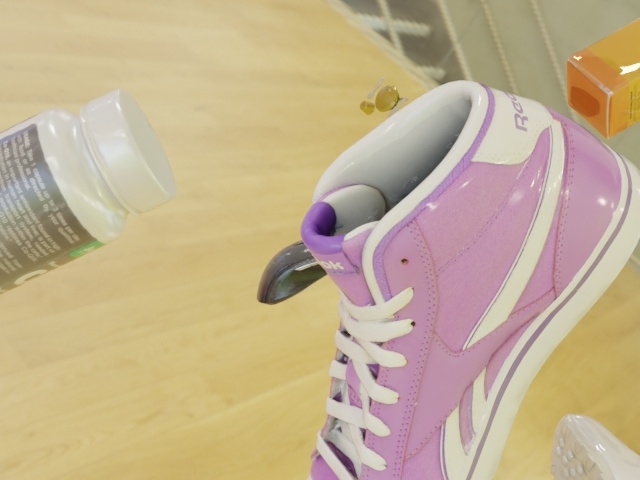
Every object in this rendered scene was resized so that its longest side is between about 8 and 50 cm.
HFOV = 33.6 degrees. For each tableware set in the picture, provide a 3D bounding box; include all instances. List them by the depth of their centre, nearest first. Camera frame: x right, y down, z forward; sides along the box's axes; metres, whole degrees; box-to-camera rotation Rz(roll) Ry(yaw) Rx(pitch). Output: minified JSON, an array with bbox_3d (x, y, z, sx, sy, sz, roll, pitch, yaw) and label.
[{"bbox_3d":[0.116,-0.196,1.777,0.024,0.104,0.154,23,21,-45],"label":"tableware set"}]

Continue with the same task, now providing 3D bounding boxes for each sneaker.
[{"bbox_3d":[0.028,0.051,0.527,0.161,0.282,0.102,21,11,-39],"label":"sneaker"},{"bbox_3d":[0.269,0.227,0.832,0.095,0.090,0.235,-19,50,-17],"label":"sneaker"}]

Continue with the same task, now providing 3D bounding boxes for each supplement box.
[{"bbox_3d":[0.384,-0.207,1.156,0.078,0.233,0.080,53,-11,39],"label":"supplement box"}]

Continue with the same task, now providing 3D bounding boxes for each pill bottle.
[{"bbox_3d":[-0.399,-0.058,1.478,0.204,0.361,0.204,-25,90,-85],"label":"pill bottle"}]

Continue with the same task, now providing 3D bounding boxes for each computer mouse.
[{"bbox_3d":[0.000,0.000,1.729,0.060,0.262,0.184,60,7,-22],"label":"computer mouse"}]
